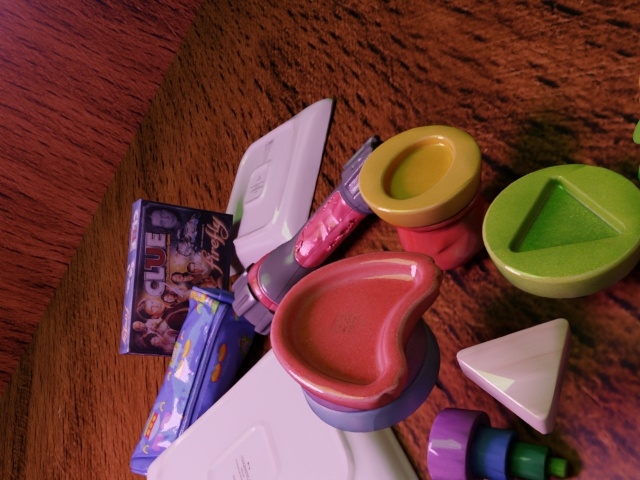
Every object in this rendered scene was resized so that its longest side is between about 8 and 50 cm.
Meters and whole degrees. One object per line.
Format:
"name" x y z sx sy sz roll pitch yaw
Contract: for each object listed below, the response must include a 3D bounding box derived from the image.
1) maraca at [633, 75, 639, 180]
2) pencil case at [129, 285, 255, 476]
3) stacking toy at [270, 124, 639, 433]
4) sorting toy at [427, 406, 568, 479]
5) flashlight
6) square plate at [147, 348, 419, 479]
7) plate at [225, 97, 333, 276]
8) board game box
"maraca" 0.285 -0.113 0.567 0.185 0.099 0.127 107 174 -60
"pencil case" -0.178 0.219 1.116 0.133 0.119 0.306 149 140 -74
"stacking toy" 0.130 0.053 0.679 0.280 0.130 0.309 13 56 36
"sorting toy" 0.118 0.311 0.560 0.126 0.127 0.365 3 66 31
"flashlight" 0.000 0.000 0.993 0.304 0.103 0.103 -47 59 32
"square plate" -0.074 0.275 0.860 0.344 0.049 0.347 -43 33 9
"plate" -0.091 -0.088 1.288 0.277 0.045 0.277 -21 51 56
"board game box" -0.229 0.066 1.227 0.042 0.165 0.243 -17 68 56
